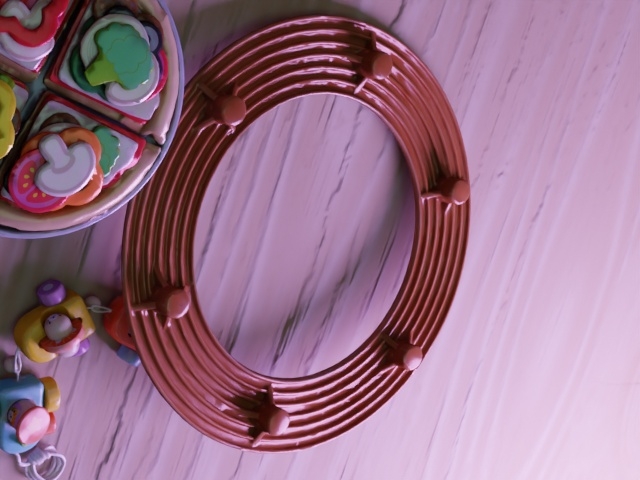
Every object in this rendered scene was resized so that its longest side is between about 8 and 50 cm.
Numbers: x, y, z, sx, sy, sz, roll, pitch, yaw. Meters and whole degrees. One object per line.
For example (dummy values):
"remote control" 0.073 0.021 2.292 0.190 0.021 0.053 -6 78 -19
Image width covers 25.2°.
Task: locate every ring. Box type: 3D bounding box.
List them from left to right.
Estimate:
"ring" 0.000 0.000 1.071 0.337 0.032 0.336 -11 108 -38

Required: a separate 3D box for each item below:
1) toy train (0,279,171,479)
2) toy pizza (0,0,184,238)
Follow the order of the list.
"toy train" -0.167 0.097 1.005 0.125 0.046 0.166 40 83 -40
"toy pizza" -0.176 -0.097 0.902 0.201 0.032 0.201 -7 106 -27
